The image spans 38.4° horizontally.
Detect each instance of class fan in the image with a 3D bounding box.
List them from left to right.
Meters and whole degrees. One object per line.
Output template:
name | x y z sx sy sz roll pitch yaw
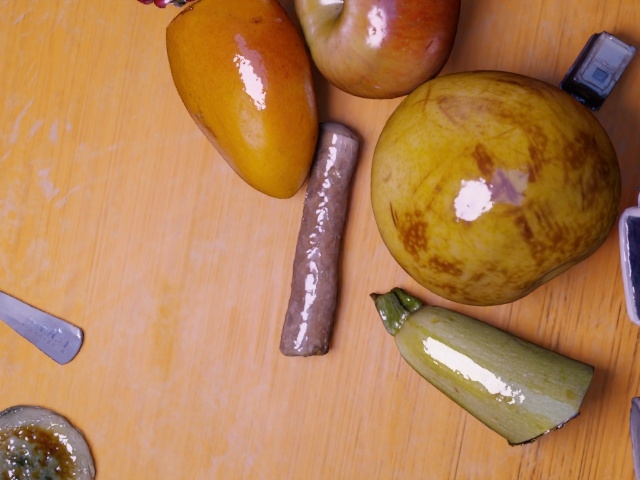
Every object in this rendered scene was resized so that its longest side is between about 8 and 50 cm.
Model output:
fan | -0.441 0.073 1.234 0.282 0.023 0.057 33 95 3

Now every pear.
pear | 0.191 -0.063 1.048 0.281 0.281 0.280 0 90 6

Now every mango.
mango | -0.083 -0.174 1.125 0.187 0.138 0.257 -28 92 37

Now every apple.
apple | 0.073 -0.281 1.091 0.173 0.210 0.234 -7 85 -31

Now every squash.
squash | 0.174 0.156 1.129 0.287 0.137 0.137 23 92 11

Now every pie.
pie | -0.388 0.312 1.217 0.187 0.041 0.186 0 91 5

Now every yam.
yam | 0.000 0.000 1.168 0.066 0.066 0.299 8 91 6

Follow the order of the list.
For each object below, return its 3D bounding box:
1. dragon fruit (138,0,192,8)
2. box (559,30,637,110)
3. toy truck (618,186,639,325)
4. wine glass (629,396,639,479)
dragon fruit | -0.192 -0.432 1.134 0.198 0.218 0.272 29 87 -40
box | 0.345 -0.213 1.133 0.060 0.063 0.084 33 92 5
toy truck | 0.517 0.012 1.005 0.388 0.207 0.173 -5 90 -14
wine glass | 0.573 0.255 1.030 0.406 0.267 0.267 -9 89 11
